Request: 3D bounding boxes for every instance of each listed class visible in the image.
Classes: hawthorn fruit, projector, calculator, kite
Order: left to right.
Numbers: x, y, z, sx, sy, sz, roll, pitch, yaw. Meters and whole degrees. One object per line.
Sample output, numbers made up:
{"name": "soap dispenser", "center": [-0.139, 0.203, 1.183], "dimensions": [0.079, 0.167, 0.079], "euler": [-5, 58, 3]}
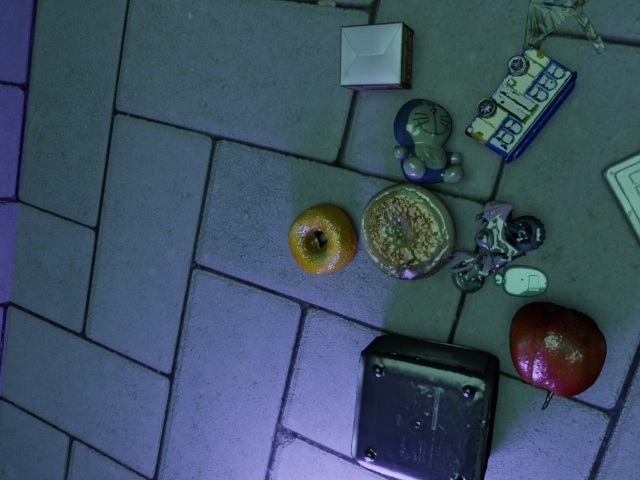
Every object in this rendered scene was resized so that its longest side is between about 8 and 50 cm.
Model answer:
{"name": "projector", "center": [0.323, 0.524, 1.664], "dimensions": [0.406, 0.242, 0.394], "euler": [8, 99, 22]}
{"name": "calculator", "center": [0.596, 0.122, 1.613], "dimensions": [0.153, 0.021, 0.095], "euler": [3, 97, 20]}
{"name": "hawthorn fruit", "center": [0.639, 0.327, 1.493], "dimensions": [0.254, 0.254, 0.300], "euler": [15, 95, 21]}
{"name": "kite", "center": [0.691, -0.648, 1.478], "dimensions": [0.335, 0.011, 0.314], "euler": [-36, 82, 24]}

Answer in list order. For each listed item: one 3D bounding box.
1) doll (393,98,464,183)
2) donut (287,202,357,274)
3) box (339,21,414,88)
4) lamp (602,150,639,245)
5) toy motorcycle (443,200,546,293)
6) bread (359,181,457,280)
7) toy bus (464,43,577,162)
{"name": "doll", "center": [0.311, -0.293, 1.600], "dimensions": [0.228, 0.154, 0.258], "euler": [3, 86, -20]}
{"name": "donut", "center": [0.002, 0.000, 1.816], "dimensions": [0.254, 0.118, 0.253], "euler": [13, 112, 32]}
{"name": "box", "center": [0.173, -0.553, 1.643], "dimensions": [0.195, 0.148, 0.177], "euler": [5, 101, 23]}
{"name": "lamp", "center": [0.929, -0.132, 1.419], "dimensions": [0.269, 0.047, 0.266], "euler": [-28, 86, 24]}
{"name": "toy motorcycle", "center": [0.491, 0.011, 1.590], "dimensions": [0.327, 0.143, 0.188], "euler": [-46, 69, 37]}
{"name": "bread", "center": [0.269, -0.026, 1.663], "dimensions": [0.306, 0.159, 0.305], "euler": [2, 94, 22]}
{"name": "toy bus", "center": [0.552, -0.374, 1.505], "dimensions": [0.175, 0.138, 0.287], "euler": [40, 110, 15]}
